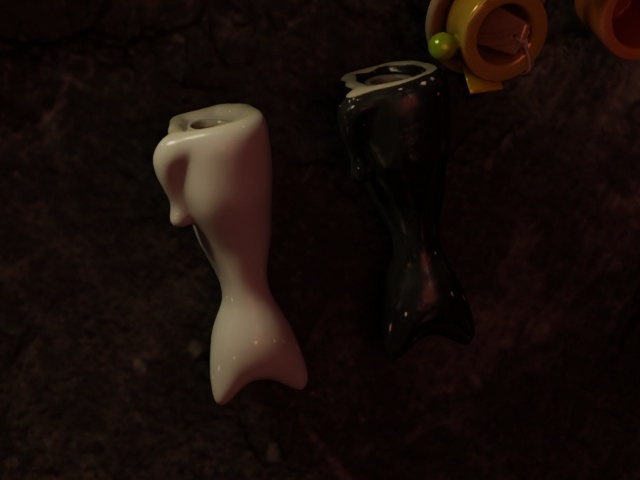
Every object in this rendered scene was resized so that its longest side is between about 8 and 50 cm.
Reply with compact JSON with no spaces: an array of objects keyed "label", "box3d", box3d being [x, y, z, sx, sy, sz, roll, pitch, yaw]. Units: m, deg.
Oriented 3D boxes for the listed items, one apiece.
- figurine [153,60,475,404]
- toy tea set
[{"label":"figurine","box3d":[0.000,0.000,1.302,0.215,0.092,0.209,-15,105,-14]},{"label":"toy tea set","box3d":[0.239,-0.201,1.288,0.336,0.124,0.200,-11,121,-23]}]
